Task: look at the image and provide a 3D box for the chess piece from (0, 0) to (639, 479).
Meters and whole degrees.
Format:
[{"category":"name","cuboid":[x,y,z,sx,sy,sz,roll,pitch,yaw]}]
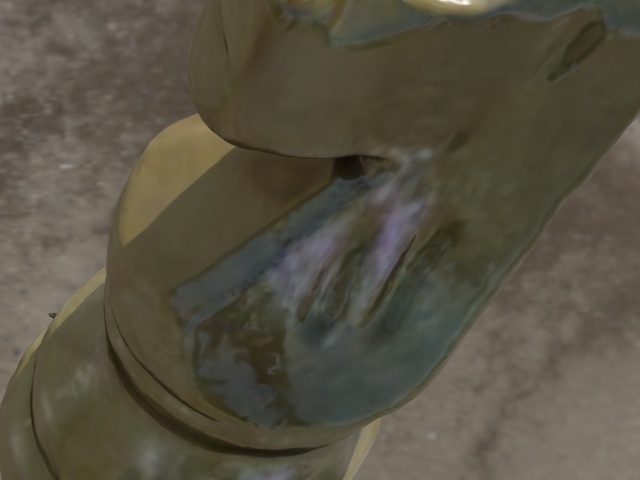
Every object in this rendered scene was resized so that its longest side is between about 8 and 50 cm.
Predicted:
[{"category":"chess piece","cuboid":[0.000,0.000,0.592,0.137,0.301,0.137,13,54,-18]}]
